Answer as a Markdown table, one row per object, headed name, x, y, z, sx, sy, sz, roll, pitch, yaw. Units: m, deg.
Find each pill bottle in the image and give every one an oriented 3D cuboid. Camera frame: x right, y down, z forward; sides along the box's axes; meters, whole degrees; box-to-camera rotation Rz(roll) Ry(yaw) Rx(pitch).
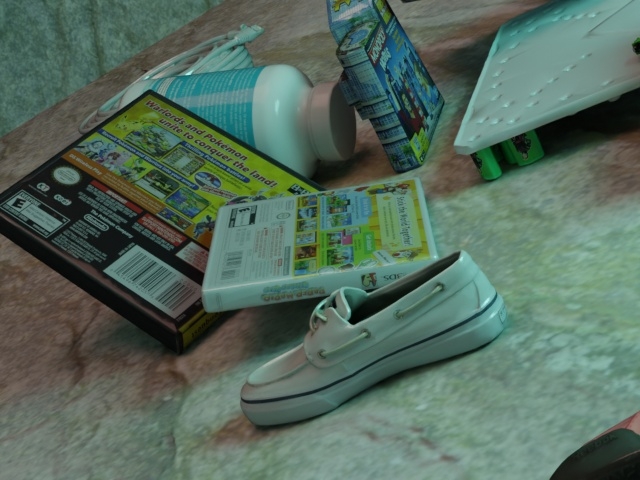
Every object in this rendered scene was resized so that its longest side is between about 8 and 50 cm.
| name | x | y | z | sx | sy | sz | roll | pitch | yaw |
| --- | --- | --- | --- | --- | --- | --- | --- | --- | --- |
| pill bottle | -0.096 | -0.128 | 1.630 | 0.264 | 0.146 | 0.146 | -4 | 27 | 22 |

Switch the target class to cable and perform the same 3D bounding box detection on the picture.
| name | x | y | z | sx | sy | sz | roll | pitch | yaw |
| --- | --- | --- | --- | --- | --- | --- | --- | --- | --- |
| cable | -0.204 | -0.187 | 1.906 | 0.257 | 0.089 | 0.257 | -12 | 25 | 46 |

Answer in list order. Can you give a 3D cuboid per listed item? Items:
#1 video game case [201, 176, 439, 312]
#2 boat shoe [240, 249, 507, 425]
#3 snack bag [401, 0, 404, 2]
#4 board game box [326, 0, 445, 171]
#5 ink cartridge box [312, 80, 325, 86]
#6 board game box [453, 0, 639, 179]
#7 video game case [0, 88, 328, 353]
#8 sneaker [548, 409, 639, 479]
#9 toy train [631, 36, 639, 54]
| name | x | y | z | sx | sy | sz | roll | pitch | yaw |
| --- | --- | --- | --- | --- | --- | --- | --- | --- | --- |
| video game case | 0.000 | 0.000 | 1.289 | 0.206 | 0.026 | 0.227 | -9 | 20 | 3 |
| boat shoe | 0.029 | 0.069 | 1.073 | 0.226 | 0.075 | 0.083 | -24 | 18 | 14 |
| snack bag | 0.249 | -0.332 | 1.659 | 0.343 | 0.037 | 0.323 | -10 | 8 | 5 |
| board game box | 0.061 | -0.193 | 1.539 | 0.060 | 0.194 | 0.194 | -21 | 19 | 22 |
| ink cartridge box | -0.142 | -0.105 | 1.826 | 0.275 | 0.060 | 0.239 | -10 | 24 | 44 |
| board game box | 0.346 | -0.216 | 1.414 | 0.390 | 0.050 | 0.390 | -21 | 20 | 24 |
| video game case | -0.163 | -0.030 | 1.440 | 0.275 | 0.035 | 0.248 | 31 | 53 | 25 |
| sneaker | 0.242 | 0.087 | 0.635 | 0.314 | 0.116 | 0.136 | -16 | 16 | -6 |
| toy train | 0.324 | -0.195 | 1.281 | 0.083 | 0.017 | 0.023 | -28 | 8 | 4 |
